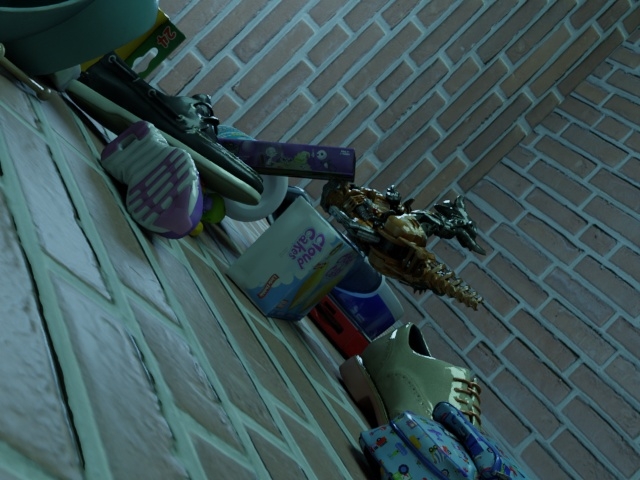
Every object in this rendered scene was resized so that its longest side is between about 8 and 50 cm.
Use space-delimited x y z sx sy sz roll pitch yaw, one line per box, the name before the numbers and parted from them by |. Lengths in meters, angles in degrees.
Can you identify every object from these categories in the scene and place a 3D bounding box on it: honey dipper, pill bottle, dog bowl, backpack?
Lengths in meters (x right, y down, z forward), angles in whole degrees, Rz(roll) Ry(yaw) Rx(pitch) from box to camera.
honey dipper | -0.367 -0.204 1.174 0.030 0.030 0.160 47 -1 22
pill bottle | -0.172 -0.135 1.842 0.146 0.146 0.264 45 -5 -29
dog bowl | 0.065 0.099 2.206 0.265 0.104 0.265 49 -6 7
backpack | 0.132 0.250 1.076 0.173 0.117 0.158 41 3 -28

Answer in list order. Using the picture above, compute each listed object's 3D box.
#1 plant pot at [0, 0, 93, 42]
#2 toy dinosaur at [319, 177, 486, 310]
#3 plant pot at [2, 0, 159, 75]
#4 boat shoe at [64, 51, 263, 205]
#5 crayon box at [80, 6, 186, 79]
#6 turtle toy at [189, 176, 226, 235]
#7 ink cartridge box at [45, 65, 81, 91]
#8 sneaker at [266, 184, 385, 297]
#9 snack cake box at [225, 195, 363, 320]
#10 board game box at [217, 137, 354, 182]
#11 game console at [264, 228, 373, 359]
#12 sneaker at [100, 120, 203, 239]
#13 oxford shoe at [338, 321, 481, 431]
plant pot | -0.337 -0.303 0.925 0.290 0.290 0.195 45 -33 -11
toy dinosaur | 0.126 0.013 1.497 0.218 0.164 0.321 11 44 -44
plant pot | -0.341 -0.353 1.254 0.293 0.293 0.235 -130 -162 -65
boat shoe | -0.208 -0.173 1.430 0.340 0.113 0.127 30 -15 18
crayon box | -0.426 -0.422 1.796 0.318 0.202 0.081 45 3 7
turtle toy | -0.185 -0.058 1.386 0.095 0.066 0.130 48 3 40
ink cartridge box | -0.439 -0.295 1.477 0.181 0.056 0.225 45 -16 -2
sneaker | 0.000 0.000 1.864 0.282 0.099 0.153 40 -6 15
snack cake box | -0.031 0.035 1.463 0.089 0.152 0.264 47 3 11
board game box | -0.116 -0.134 1.591 0.347 0.056 0.208 5 4 2
game console | 0.043 0.155 1.904 0.386 0.060 0.342 48 3 33
sneaker | -0.185 -0.060 1.190 0.104 0.095 0.236 54 -4 -36
oxford shoe | 0.161 0.241 1.327 0.140 0.146 0.397 45 2 -39
